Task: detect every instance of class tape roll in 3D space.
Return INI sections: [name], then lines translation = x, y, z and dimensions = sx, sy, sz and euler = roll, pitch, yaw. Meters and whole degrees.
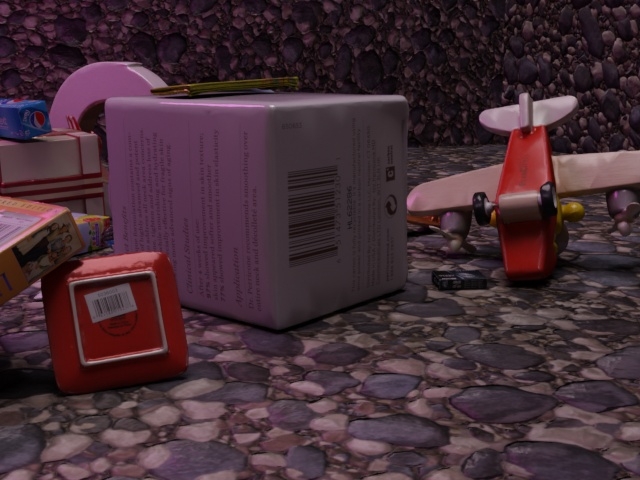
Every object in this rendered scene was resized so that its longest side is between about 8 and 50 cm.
[tape roll]
translation = -0.503, -0.247, 2.119
dimensions = 0.391, 0.392, 0.072
euler = 5, 13, 24

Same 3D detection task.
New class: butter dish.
[butter dish]
translation = -0.258, 0.105, 1.064
dimensions = 0.160, 0.160, 0.118
euler = -8, -10, -21

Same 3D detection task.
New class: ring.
[ring]
translation = 0.136, -0.099, 2.021
dimensions = 0.336, 0.032, 0.336
euler = 17, 10, -3

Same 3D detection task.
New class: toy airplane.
[toy airplane]
translation = 0.404, -0.091, 1.624
dimensions = 0.384, 0.273, 0.386
euler = -36, 37, -12

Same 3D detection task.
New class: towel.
[towel]
translation = -0.150, -0.246, 1.385
dimensions = 0.102, 0.021, 0.237
euler = 3, 12, 43

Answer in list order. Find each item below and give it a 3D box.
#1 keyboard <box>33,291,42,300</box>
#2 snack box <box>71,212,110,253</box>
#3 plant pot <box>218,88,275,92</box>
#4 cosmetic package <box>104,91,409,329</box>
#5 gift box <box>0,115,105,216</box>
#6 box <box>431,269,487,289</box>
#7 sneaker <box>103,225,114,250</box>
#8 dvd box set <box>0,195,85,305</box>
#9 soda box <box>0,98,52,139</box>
[keyboard]
translation = -0.430, 0.067, 1.513
dimensions = 0.072, 0.014, 0.256
euler = 0, 11, 0
[snack box]
translation = -0.565, -0.010, 1.753
dimensions = 0.174, 0.070, 0.207
euler = 7, 12, 30
[plant pot]
translation = -0.171, -0.181, 2.025
dimensions = 0.340, 0.342, 0.334
euler = 0, 3, 4
[cosmetic package]
translation = -0.104, -0.076, 1.413
dimensions = 0.393, 0.330, 0.327
euler = 10, 17, 40
[gift box]
translation = -0.640, -0.148, 1.984
dimensions = 0.258, 0.255, 0.276
euler = -10, 21, -32
[box]
translation = 0.238, 0.067, 1.471
dimensions = 0.083, 0.018, 0.067
euler = -1, 11, -3
[sneaker]
translation = -0.351, -0.002, 1.746
dimensions = 0.190, 0.072, 0.083
euler = 3, 2, -29
[dvd box set]
translation = -0.522, 0.075, 0.976
dimensions = 0.307, 0.062, 0.420
euler = 8, 37, 39
[soda box]
translation = -0.672, -0.268, 1.876
dimensions = 0.210, 0.071, 0.067
euler = 11, 28, 44
